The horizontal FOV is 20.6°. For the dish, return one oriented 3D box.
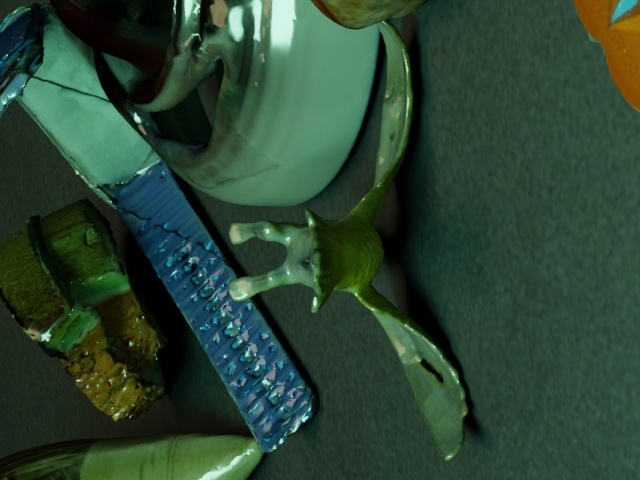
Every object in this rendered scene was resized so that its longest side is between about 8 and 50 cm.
[{"bbox_3d":[-0.087,-0.147,0.980,0.273,0.134,0.273,29,123,58],"label":"dish"}]

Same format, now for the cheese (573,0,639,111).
[{"bbox_3d":[0.139,-0.142,0.579,0.256,0.037,0.106,113,144,-53],"label":"cheese"}]

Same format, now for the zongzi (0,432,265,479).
[{"bbox_3d":[-0.138,0.197,1.253,0.154,0.317,0.289,65,-168,1],"label":"zongzi"}]

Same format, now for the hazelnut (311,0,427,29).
[{"bbox_3d":[0.022,-0.143,0.838,0.086,0.086,0.086,174,90,-65],"label":"hazelnut"}]

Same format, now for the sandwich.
[{"bbox_3d":[-0.153,0.042,1.193,0.159,0.079,0.235,51,179,4],"label":"sandwich"}]

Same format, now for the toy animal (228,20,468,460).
[{"bbox_3d":[0.000,0.000,0.894,0.155,0.095,0.219,-4,90,61],"label":"toy animal"}]

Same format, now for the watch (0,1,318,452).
[{"bbox_3d":[-0.112,-0.027,1.106,0.276,0.068,0.274,53,179,-19],"label":"watch"}]
